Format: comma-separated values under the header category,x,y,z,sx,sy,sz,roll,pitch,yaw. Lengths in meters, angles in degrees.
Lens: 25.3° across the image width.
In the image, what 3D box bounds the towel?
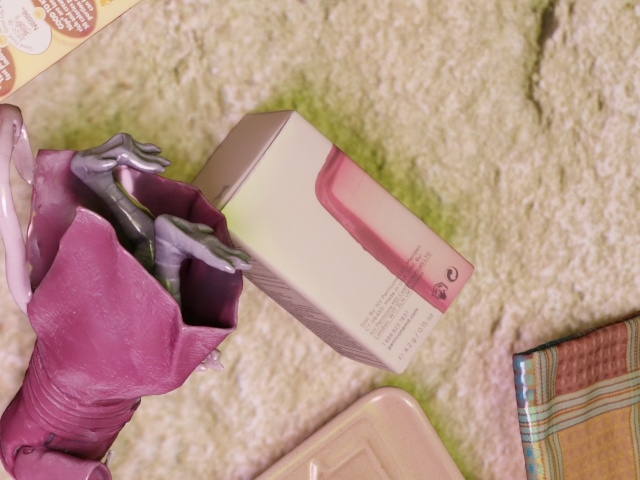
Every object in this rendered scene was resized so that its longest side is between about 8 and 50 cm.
category,x,y,z,sx,sy,sz,roll,pitch,yaw
towel,0.311,0.269,1.466,0.271,0.040,0.370,-13,98,-42

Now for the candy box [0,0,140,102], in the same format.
category,x,y,z,sx,sy,sz,roll,pitch,yaw
candy box,-0.202,-0.222,1.206,0.316,0.183,0.087,-38,105,-15

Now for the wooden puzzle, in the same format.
category,x,y,z,sx,sy,sz,roll,pitch,yaw
wooden puzzle,0.010,0.356,1.383,0.348,0.080,0.322,-34,104,-12

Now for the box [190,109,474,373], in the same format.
category,x,y,z,sx,sy,sz,roll,pitch,yaw
box,0.000,0.000,1.316,0.232,0.148,0.127,41,79,-19

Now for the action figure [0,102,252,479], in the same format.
category,x,y,z,sx,sy,sz,roll,pitch,yaw
action figure,-0.203,0.116,1.185,0.275,0.248,0.370,21,119,-16
